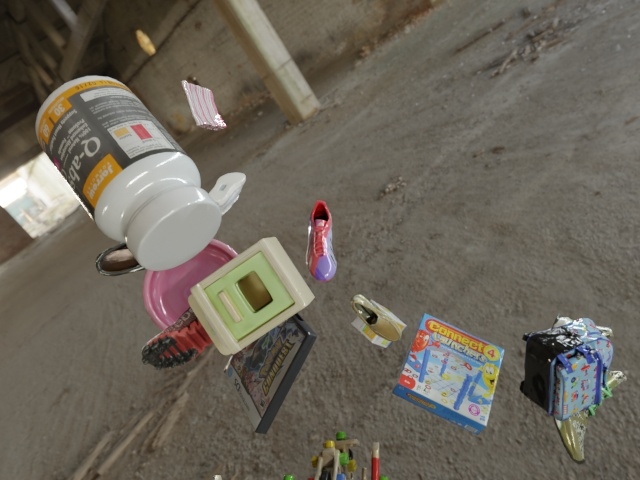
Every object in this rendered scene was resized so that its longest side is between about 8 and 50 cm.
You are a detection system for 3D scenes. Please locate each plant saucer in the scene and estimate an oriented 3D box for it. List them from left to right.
[{"bbox_3d":[-0.392,0.157,1.629,0.332,0.332,0.084,-40,-2,-13],"label":"plant saucer"}]

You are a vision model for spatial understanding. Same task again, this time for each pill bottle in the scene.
[{"bbox_3d":[-0.277,-0.098,0.741,0.162,0.278,0.162,-36,-22,-17],"label":"pill bottle"}]

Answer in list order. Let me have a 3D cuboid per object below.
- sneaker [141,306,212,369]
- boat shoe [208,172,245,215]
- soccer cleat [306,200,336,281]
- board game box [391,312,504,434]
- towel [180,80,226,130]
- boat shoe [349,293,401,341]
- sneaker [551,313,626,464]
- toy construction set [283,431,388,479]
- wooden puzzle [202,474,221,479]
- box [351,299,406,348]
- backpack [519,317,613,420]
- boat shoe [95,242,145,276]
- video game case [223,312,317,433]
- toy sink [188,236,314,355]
[{"bbox_3d":[-0.317,0.221,1.268,0.275,0.098,0.135,-29,26,4],"label":"sneaker"},{"bbox_3d":[-0.245,-0.122,1.347,0.066,0.063,0.184,7,33,4],"label":"boat shoe"},{"bbox_3d":[0.000,0.000,1.383,0.082,0.095,0.248,-2,46,1],"label":"soccer cleat"},{"bbox_3d":[0.441,0.447,1.736,0.086,0.308,0.302,102,-165,-51],"label":"board game box"},{"bbox_3d":[-0.368,-0.425,1.607,0.029,0.144,0.197,-20,4,13],"label":"towel"},{"bbox_3d":[0.161,0.238,1.490,0.068,0.190,0.072,-52,4,7],"label":"boat shoe"},{"bbox_3d":[0.734,0.396,1.391,0.181,0.158,0.411,-6,58,33],"label":"sneaker"},{"bbox_3d":[0.080,0.707,1.629,0.308,0.257,0.237,-32,35,34],"label":"toy construction set"},{"bbox_3d":[-0.127,0.322,0.612,0.006,0.049,0.083,-50,17,24],"label":"wooden puzzle"},{"bbox_3d":[0.211,0.299,1.799,0.103,0.203,0.114,40,93,29],"label":"box"},{"bbox_3d":[0.479,0.235,0.957,0.173,0.159,0.117,-15,25,-17],"label":"backpack"},{"bbox_3d":[-0.386,0.024,1.145,0.232,0.084,0.079,-20,-1,-17],"label":"boat shoe"},{"bbox_3d":[-0.134,0.286,1.263,0.248,0.035,0.275,39,105,54],"label":"video game case"},{"bbox_3d":[-0.153,0.120,0.995,0.234,0.153,0.131,-33,-2,7],"label":"toy sink"}]
